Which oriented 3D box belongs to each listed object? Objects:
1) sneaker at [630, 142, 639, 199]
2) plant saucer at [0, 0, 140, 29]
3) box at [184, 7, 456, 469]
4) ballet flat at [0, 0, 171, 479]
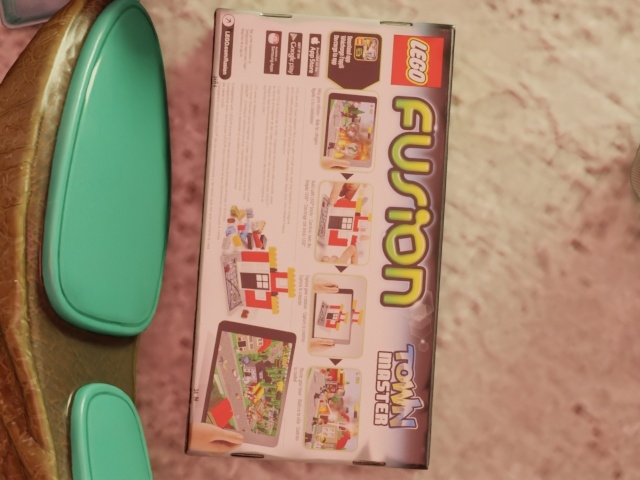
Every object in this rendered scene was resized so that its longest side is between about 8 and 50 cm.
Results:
[{"bbox_3d":[0.247,-0.053,0.785,0.163,0.086,0.226,40,89,-2],"label":"sneaker"},{"bbox_3d":[-0.135,-0.198,0.816,0.067,0.018,0.192,-11,87,-2],"label":"plant saucer"},{"bbox_3d":[0.000,0.000,0.801,0.114,0.036,0.207,4,88,-1],"label":"box"},{"bbox_3d":[-0.131,0.055,0.755,0.124,0.116,0.342,-9,77,20],"label":"ballet flat"}]
